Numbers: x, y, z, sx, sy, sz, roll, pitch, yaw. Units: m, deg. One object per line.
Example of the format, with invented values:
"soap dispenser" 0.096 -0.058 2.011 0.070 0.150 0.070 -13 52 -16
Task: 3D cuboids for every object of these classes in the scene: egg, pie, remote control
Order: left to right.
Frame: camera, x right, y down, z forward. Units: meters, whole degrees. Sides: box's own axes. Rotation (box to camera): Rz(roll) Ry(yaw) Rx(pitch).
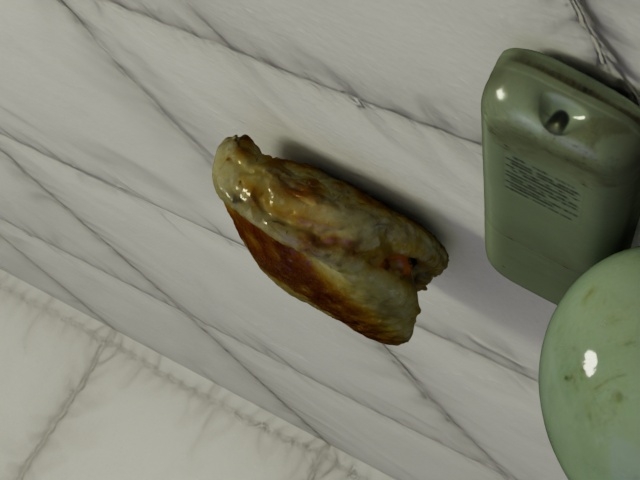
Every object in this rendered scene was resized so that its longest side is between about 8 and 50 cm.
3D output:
"pie" 0.000 0.000 1.224 0.179 0.084 0.205 31 171 8
"remote control" 0.127 -0.020 0.929 0.090 0.038 0.309 28 168 14
"egg" 0.196 0.090 0.909 0.192 0.149 0.149 58 160 -18
